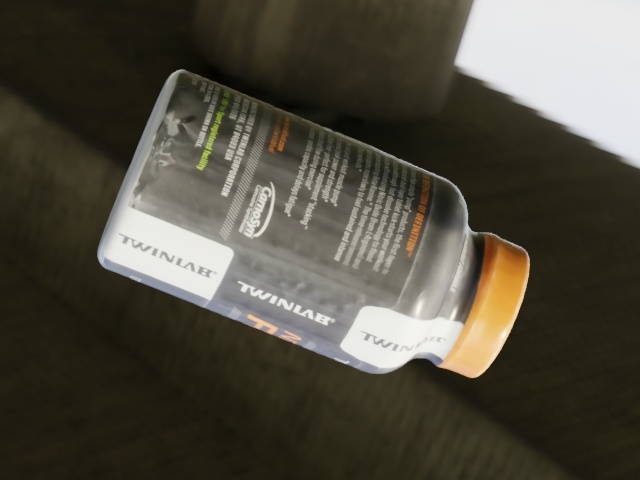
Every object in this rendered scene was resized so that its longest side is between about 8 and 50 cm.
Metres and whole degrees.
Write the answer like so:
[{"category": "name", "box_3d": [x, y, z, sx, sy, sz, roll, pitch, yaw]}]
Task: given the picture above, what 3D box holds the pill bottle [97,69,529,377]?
[{"category": "pill bottle", "box_3d": [0.000, 0.000, 1.113, 0.246, 0.130, 0.130, 22, -160, -7]}]
